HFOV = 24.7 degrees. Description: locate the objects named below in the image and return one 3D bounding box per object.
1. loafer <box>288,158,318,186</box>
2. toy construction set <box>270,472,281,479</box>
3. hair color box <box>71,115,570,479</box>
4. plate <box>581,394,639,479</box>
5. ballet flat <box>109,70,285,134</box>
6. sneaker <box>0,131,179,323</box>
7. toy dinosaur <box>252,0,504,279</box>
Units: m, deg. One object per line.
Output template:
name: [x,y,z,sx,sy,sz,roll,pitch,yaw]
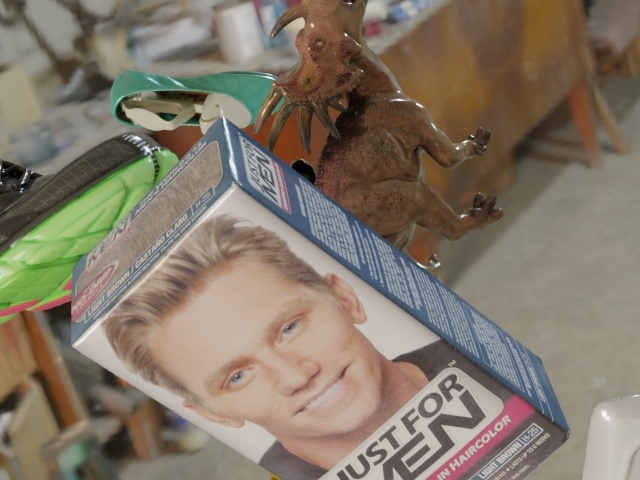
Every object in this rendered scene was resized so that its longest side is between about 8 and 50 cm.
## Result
loafer: [0.000,0.000,1.594,0.080,0.078,0.220,-21,59,-17]
toy construction set: [0.071,0.330,1.938,0.237,0.309,0.257,9,41,39]
hair color box: [0.003,0.084,1.079,0.174,0.347,0.105,-44,28,18]
plate: [0.464,0.286,1.819,0.278,0.277,0.045,-7,44,-6]
ballet flat: [-0.164,-0.173,1.919,0.247,0.083,0.087,4,52,16]
sneaker: [-0.352,-0.012,1.412,0.483,0.202,0.185,-20,-6,26]
toy dinosaur: [0.035,-0.057,1.239,0.200,0.295,0.127,7,-20,-36]
